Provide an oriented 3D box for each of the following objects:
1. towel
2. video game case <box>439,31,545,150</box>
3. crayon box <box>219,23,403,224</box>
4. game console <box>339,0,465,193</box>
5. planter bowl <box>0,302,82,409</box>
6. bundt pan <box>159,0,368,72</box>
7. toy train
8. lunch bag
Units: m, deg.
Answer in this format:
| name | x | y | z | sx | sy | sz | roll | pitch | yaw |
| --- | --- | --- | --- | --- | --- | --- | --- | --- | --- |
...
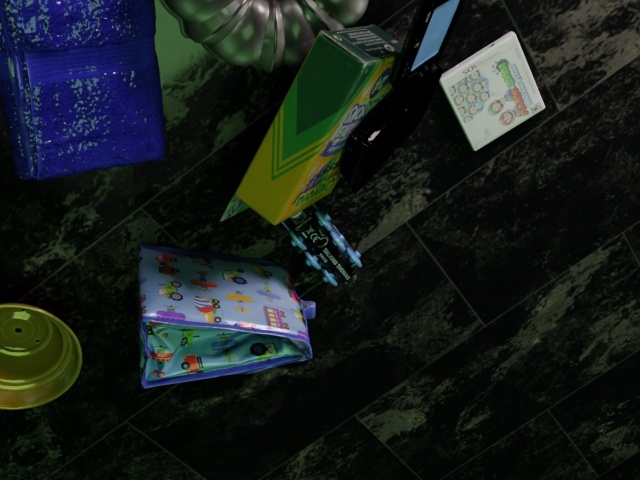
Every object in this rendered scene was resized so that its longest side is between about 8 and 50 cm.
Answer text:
| name | x | y | z | sx | sy | sz | roll | pitch | yaw |
| --- | --- | --- | --- | --- | --- | --- | --- | --- | --- |
| towel | -0.333 | -0.233 | 1.027 | 0.228 | 0.076 | 0.308 | -12 | 126 | -22 |
| video game case | 0.291 | -0.248 | 1.245 | 0.143 | 0.019 | 0.157 | -32 | 123 | 5 |
| crayon box | -0.004 | -0.153 | 1.090 | 0.083 | 0.203 | 0.322 | 38 | 119 | 10 |
| game console | 0.127 | -0.233 | 1.049 | 0.044 | 0.213 | 0.361 | 35 | 147 | 11 |
| planter bowl | -0.511 | 0.173 | 1.238 | 0.217 | 0.090 | 0.217 | -6 | 121 | -11 |
| bundt pan | -0.067 | -0.378 | 1.010 | 0.331 | 0.124 | 0.330 | -7 | 123 | -11 |
| toy train | 0.000 | 0.000 | 1.264 | 0.080 | 0.105 | 0.184 | -37 | 123 | 5 |
| lunch bag | -0.151 | 0.112 | 1.222 | 0.294 | 0.221 | 0.138 | -1 | 121 | -14 |
